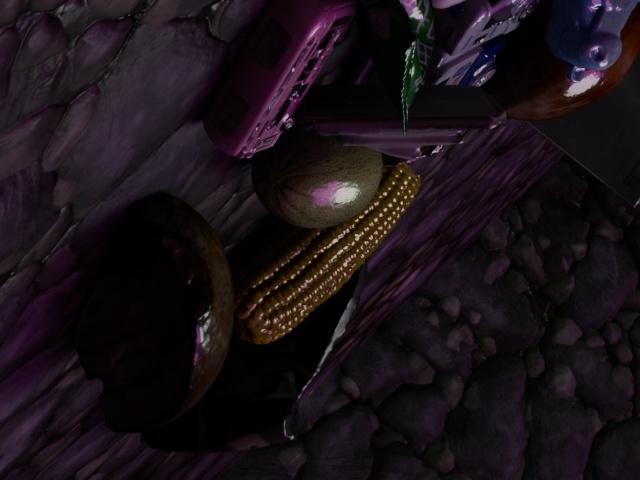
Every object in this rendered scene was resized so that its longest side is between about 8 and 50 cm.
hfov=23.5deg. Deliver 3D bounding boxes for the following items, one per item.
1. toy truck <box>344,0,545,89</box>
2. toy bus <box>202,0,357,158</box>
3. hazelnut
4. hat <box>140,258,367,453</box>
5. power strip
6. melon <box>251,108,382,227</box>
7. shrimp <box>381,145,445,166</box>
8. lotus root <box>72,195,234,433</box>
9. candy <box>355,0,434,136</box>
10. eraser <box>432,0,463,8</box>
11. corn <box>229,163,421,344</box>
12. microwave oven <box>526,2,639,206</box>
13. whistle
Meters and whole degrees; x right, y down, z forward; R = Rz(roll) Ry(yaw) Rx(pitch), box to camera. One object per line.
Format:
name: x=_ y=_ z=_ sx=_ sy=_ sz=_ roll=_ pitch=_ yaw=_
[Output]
toy truck: x=0.134 y=-0.230 z=1.775 sx=0.155 sy=0.124 sz=0.268 roll=-32 pitch=165 yaw=-34
toy bus: x=-0.042 y=-0.168 z=1.508 sx=0.090 sy=0.063 sz=0.203 roll=-27 pitch=157 yaw=-50
hazelnut: x=0.283 y=-0.239 z=1.896 sx=0.181 sy=0.181 sz=0.212 roll=-7 pitch=180 yaw=-31
hat: x=-0.106 y=0.130 z=2.230 sx=0.366 sy=0.257 sz=0.382 roll=171 pitch=-70 yaw=-68
power strip: x=0.081 y=-0.122 z=1.638 sx=0.198 sy=0.213 sz=0.064 roll=-93 pitch=-177 yaw=-76
melon: x=-0.001 y=-0.084 z=1.760 sx=0.139 sy=0.139 sz=0.192 roll=-51 pitch=163 yaw=29
shrimp: x=0.108 y=-0.155 z=1.927 sx=0.195 sy=0.148 sz=0.035 roll=-44 pitch=139 yaw=-27
lotus root: x=-0.165 y=0.083 z=1.712 sx=0.142 sy=0.210 sz=0.314 roll=-24 pitch=172 yaw=-35
candy: x=0.071 y=-0.223 z=1.508 sx=0.078 sy=0.203 sz=0.141 roll=-9 pitch=152 yaw=10
eraser: x=0.191 y=-0.370 z=1.540 sx=0.174 sy=0.095 sz=0.270 roll=-44 pitch=169 yaw=-37
corn: x=0.000 y=0.000 z=2.115 sx=0.344 sy=0.131 sz=0.131 roll=-44 pitch=169 yaw=-16
microwave oven: x=0.459 y=-0.318 z=2.035 sx=0.236 sy=0.374 sz=0.432 roll=-30 pitch=157 yaw=-51
whistle: x=0.314 y=-0.306 z=1.711 sx=0.180 sy=0.093 sz=0.269 roll=0 pitch=110 yaw=-37
